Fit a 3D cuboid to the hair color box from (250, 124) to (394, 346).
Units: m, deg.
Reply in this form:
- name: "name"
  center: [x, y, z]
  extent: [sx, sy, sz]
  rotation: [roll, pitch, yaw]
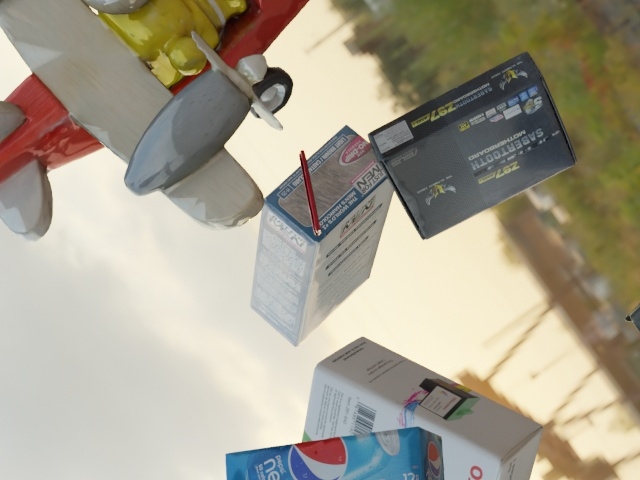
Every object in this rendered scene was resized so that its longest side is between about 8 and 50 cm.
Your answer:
- name: "hair color box"
  center: [0.000, 0.000, 2.324]
  extent: [0.105, 0.174, 0.347]
  rotation: [40, 156, 14]

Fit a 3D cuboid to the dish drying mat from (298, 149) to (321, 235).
- name: "dish drying mat"
  center: [-0.011, -0.048, 1.631]
  extent: [0.032, 0.008, 0.083]
  rotation: [68, -170, -80]

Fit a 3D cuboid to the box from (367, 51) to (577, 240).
- name: "box"
  center: [0.198, -0.118, 2.094]
  extent: [0.183, 0.233, 0.059]
  rotation: [59, -173, -49]

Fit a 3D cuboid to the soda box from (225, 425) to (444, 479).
- name: "soda box"
  center: [0.014, 0.234, 1.612]
  extent: [0.071, 0.210, 0.067]
  rotation: [33, -131, -62]

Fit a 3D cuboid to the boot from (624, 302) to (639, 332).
- name: "boot"
  center: [0.464, 0.109, 1.937]
  extent: [0.077, 0.137, 0.198]
  rotation: [9, -144, -42]

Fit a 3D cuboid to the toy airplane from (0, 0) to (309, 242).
- name: "toy airplane"
  center: [-0.213, -0.185, 1.576]
  extent: [0.272, 0.386, 0.384]
  rotation: [89, -170, -51]

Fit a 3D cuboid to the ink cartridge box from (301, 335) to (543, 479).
- name: "ink cartridge box"
  center: [0.119, 0.275, 2.037]
  extent: [0.278, 0.201, 0.117]
  rotation: [25, -149, 28]
